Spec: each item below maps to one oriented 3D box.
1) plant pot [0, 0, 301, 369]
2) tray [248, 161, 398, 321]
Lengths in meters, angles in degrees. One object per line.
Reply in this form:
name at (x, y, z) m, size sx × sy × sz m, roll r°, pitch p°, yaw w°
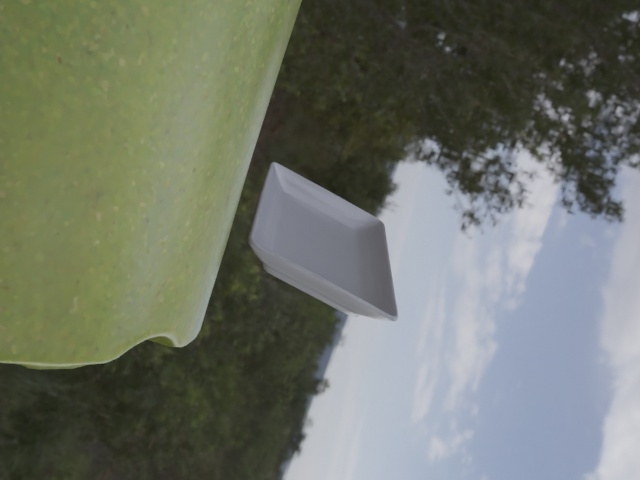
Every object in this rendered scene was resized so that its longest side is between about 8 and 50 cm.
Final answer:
plant pot at (-0.119, -0.092, 0.382) m, size 0.276 × 0.276 × 0.254 m, roll -59°, pitch 159°, yaw -84°
tray at (0.000, 0.000, 0.886) m, size 0.030 × 0.145 × 0.270 m, roll -60°, pitch -172°, yaw 17°
